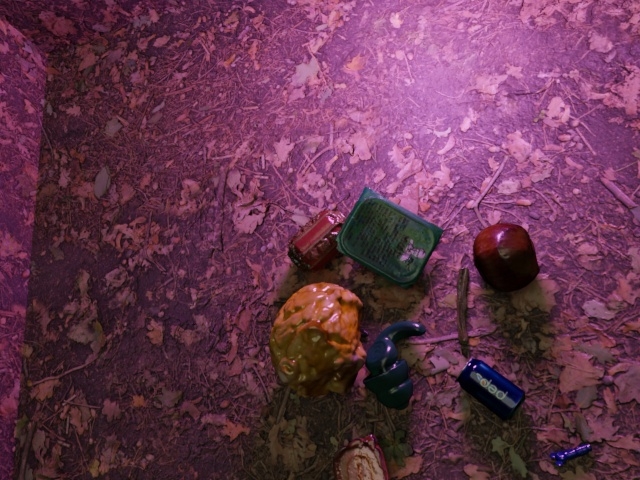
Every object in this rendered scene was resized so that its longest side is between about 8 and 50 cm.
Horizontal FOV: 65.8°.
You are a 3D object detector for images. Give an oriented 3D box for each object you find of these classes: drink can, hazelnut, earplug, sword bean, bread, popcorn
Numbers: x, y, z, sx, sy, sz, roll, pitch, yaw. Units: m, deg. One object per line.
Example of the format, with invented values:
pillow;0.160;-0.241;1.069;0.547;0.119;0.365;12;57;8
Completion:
drink can;0.551;0.480;1.609;0.205;0.118;0.118;36;87;24
hazelnut;0.616;0.056;1.679;0.218;0.218;0.233;-12;70;15
earplug;0.260;0.439;1.723;0.258;0.164;0.280;-14;78;-24
sword bean;0.504;0.230;1.751;0.043;0.038;0.269;-11;68;42
bread;0.140;0.787;1.644;0.190;0.123;0.244;-21;67;13
popcorn;-0.022;0.342;1.714;0.354;0.344;0.389;-17;71;44

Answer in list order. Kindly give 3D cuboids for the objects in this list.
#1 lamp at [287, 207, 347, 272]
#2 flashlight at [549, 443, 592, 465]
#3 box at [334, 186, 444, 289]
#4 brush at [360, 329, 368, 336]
lamp;0.000;0.000;1.925;0.274;0.177;0.177;-41;65;0
flashlight;0.774;0.659;1.523;0.121;0.057;0.035;-22;103;4
box;0.245;-0.003;1.838;0.337;0.106;0.264;30;85;4
brush;0.089;0.334;1.865;0.194;0.016;0.062;8;77;21
